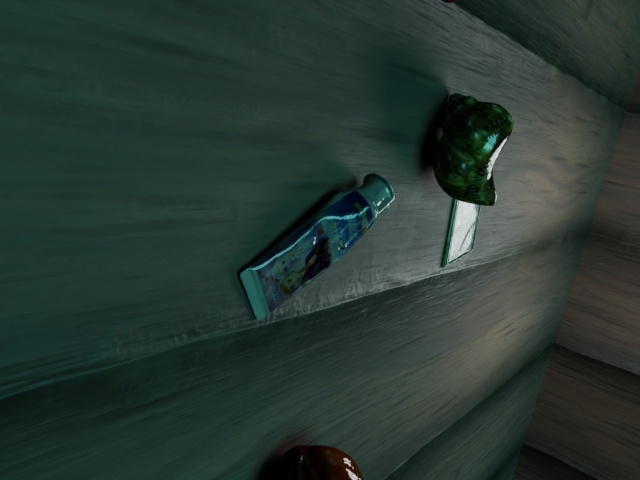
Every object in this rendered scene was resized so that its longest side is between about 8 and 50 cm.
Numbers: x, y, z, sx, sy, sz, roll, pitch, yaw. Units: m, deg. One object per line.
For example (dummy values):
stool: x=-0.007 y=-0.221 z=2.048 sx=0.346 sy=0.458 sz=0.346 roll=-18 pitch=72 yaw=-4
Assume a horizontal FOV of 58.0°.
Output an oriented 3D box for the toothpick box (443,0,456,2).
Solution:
toothpick box: x=0.178 y=-0.384 z=0.842 sx=0.083 sy=0.047 sz=0.047 roll=1 pitch=106 yaw=-55

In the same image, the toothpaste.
toothpaste: x=0.000 y=0.000 z=0.797 sx=0.266 sy=0.061 sz=0.096 roll=-40 pitch=138 yaw=-28

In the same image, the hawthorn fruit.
hawthorn fruit: x=-0.009 y=0.386 z=0.892 sx=0.157 sy=0.157 sz=0.194 roll=-49 pitch=135 yaw=-28

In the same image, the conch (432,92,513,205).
conch: x=0.265 y=-0.162 z=1.024 sx=0.187 sy=0.124 sz=0.181 roll=28 pitch=73 yaw=-80

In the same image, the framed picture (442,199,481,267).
framed picture: x=0.313 y=-0.041 z=1.246 sx=0.142 sy=0.011 sz=0.183 roll=-21 pitch=124 yaw=-49
